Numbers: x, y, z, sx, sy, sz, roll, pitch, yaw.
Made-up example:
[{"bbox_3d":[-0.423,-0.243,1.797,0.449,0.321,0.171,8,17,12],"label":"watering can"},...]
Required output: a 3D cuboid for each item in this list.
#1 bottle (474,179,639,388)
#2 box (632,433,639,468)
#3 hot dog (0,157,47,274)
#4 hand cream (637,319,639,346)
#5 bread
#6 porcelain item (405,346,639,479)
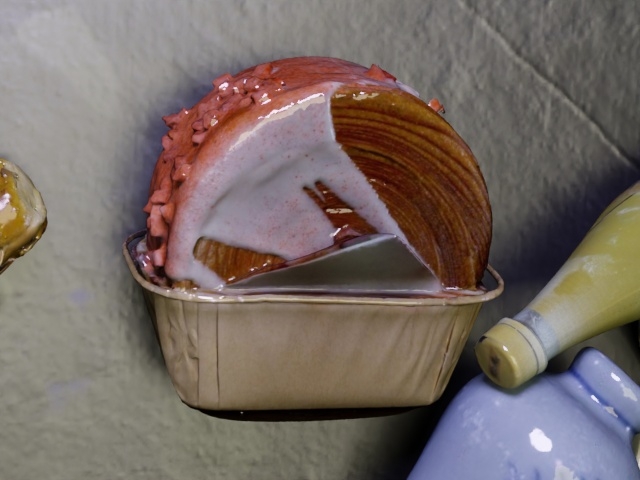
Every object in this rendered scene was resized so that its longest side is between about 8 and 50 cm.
[{"bbox_3d":[0.203,0.012,0.964,0.270,0.083,0.083,-32,105,-26],"label":"bottle"},{"bbox_3d":[0.247,0.245,1.038,0.164,0.069,0.256,13,93,-18],"label":"box"},{"bbox_3d":[-0.279,0.050,0.847,0.289,0.068,0.083,-39,61,-10],"label":"hot dog"},{"bbox_3d":[0.313,0.029,1.033,0.203,0.084,0.084,-36,105,-16],"label":"hand cream"},{"bbox_3d":[0.000,0.000,0.894,0.224,0.142,0.211,0,114,-16],"label":"bread"},{"bbox_3d":[0.102,0.178,0.955,0.259,0.141,0.141,-46,107,1],"label":"porcelain item"}]
